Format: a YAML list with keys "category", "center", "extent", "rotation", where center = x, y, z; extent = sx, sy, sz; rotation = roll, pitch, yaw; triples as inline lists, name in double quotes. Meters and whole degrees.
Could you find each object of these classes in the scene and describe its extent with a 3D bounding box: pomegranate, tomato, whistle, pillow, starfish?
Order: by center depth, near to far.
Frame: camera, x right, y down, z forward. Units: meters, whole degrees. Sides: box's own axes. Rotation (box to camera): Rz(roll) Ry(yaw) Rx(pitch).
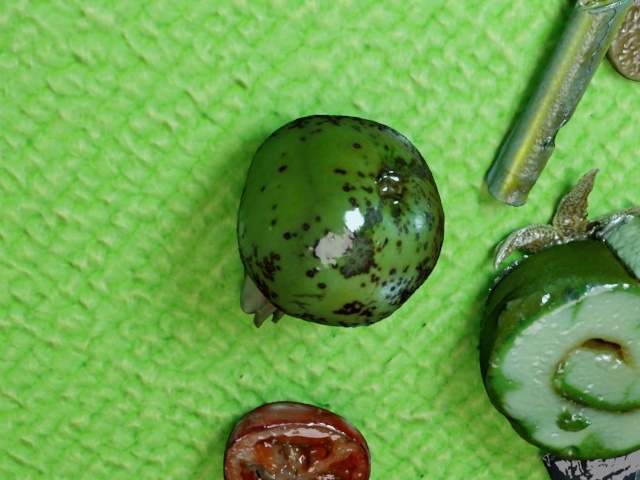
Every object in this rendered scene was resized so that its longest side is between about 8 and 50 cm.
- category: "pomegranate"
  center: [0.000, 0.000, 1.523]
  extent: [0.285, 0.285, 0.341]
  rotation: [27, 140, -19]
- category: "whistle"
  center: [0.315, -0.194, 1.552]
  extent: [0.068, 0.057, 0.326]
  rotation: [24, 116, 0]
- category: "starfish"
  center: [0.365, 0.017, 1.674]
  extent: [0.236, 0.062, 0.277]
  rotation: [11, 114, -16]
- category: "tomato"
  center: [-0.041, 0.320, 1.722]
  extent: [0.228, 0.101, 0.227]
  rotation: [-2, 121, -3]
- category: "pillow"
  center: [0.464, 0.354, 1.839]
  extent: [0.208, 0.055, 0.141]
  rotation: [-25, 109, 2]

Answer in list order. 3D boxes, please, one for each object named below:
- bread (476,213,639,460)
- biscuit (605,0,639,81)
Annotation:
- category: "bread"
  center: [0.413, 0.136, 1.650]
  extent: [0.366, 0.129, 0.381]
  rotation: [15, 114, -16]
- category: "biscuit"
  center: [0.449, -0.303, 1.556]
  extent: [0.320, 0.047, 0.183]
  rotation: [25, 107, -17]
